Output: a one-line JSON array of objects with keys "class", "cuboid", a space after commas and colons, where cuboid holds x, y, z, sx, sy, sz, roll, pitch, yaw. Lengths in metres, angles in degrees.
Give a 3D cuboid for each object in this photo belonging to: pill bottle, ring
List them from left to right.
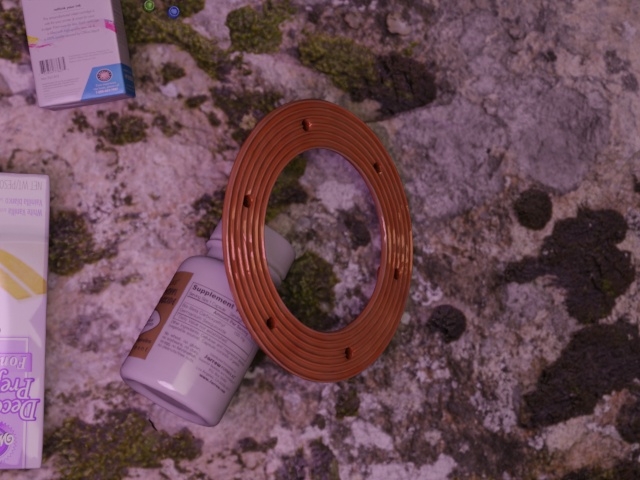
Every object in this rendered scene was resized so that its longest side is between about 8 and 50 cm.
[{"class": "pill bottle", "cuboid": [-0.125, 0.090, 1.296, 0.131, 0.131, 0.229, 33, 70, -13]}, {"class": "ring", "cuboid": [0.000, 0.000, 1.318, 0.336, 0.032, 0.337, 5, 83, -48]}]

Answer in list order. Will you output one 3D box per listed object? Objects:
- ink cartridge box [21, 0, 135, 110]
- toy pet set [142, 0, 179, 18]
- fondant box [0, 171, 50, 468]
[{"class": "ink cartridge box", "cuboid": [-0.283, -0.249, 1.281, 0.104, 0.061, 0.181, -8, 92, 3]}, {"class": "toy pet set", "cuboid": [-0.214, -0.338, 1.315, 0.122, 0.065, 0.114, 11, 86, -16]}, {"class": "fondant box", "cuboid": [-0.427, 0.086, 1.232, 0.238, 0.096, 0.331, 2, 90, -16]}]
